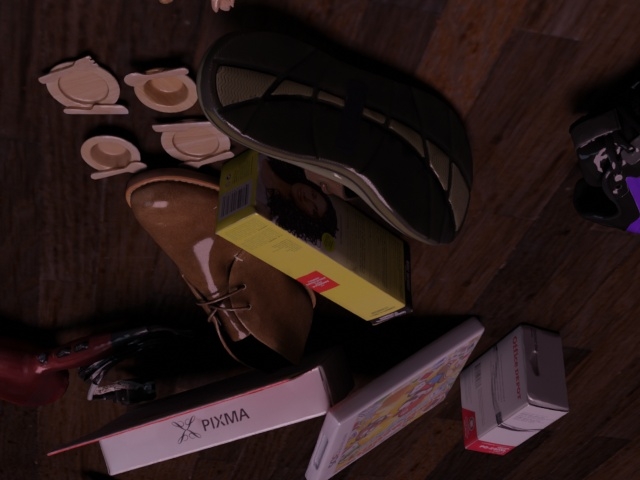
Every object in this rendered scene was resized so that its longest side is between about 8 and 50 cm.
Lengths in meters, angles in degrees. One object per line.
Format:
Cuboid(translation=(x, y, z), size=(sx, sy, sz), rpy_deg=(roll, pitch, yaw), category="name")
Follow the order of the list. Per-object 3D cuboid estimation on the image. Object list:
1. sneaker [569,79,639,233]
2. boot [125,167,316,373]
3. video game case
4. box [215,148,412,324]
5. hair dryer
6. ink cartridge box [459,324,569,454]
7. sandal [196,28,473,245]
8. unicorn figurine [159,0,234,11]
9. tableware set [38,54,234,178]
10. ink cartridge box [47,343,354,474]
Cuboid(translation=(0.288, -0.093, 0.850), size=(0.146, 0.102, 0.293), rpy_deg=(3, 146, -2), category="sneaker")
Cuboid(translation=(-0.092, 0.037, 1.047), size=(0.112, 0.115, 0.305), rpy_deg=(-15, 142, 25), category="boot")
Cuboid(translation=(0.089, 0.202, 1.251), size=(0.227, 0.026, 0.206), rpy_deg=(-29, 156, -25), category="video game case")
Cuboid(translation=(0.000, 0.000, 1.014), size=(0.058, 0.087, 0.232), rpy_deg=(-25, 139, 34), category="box")
Cuboid(translation=(-0.318, 0.135, 1.247), size=(0.293, 0.080, 0.223), rpy_deg=(0, 146, -25), category="hair dryer")
Cuboid(translation=(0.239, 0.188, 1.265), size=(0.063, 0.109, 0.150), rpy_deg=(15, 144, -19), category="ink cartridge box")
Cuboid(translation=(0.020, -0.092, 0.876), size=(0.303, 0.120, 0.086), rpy_deg=(27, 166, -31), category="sandal")
Cuboid(translation=(-0.106, -0.225, 0.713), size=(0.162, 0.060, 0.111), rpy_deg=(11, 148, -43), category="unicorn figurine")
Cuboid(translation=(-0.162, -0.108, 0.914), size=(0.141, 0.020, 0.169), rpy_deg=(-5, 146, 10), category="tableware set")
Cuboid(translation=(-0.127, 0.209, 1.195), size=(0.296, 0.066, 0.261), rpy_deg=(-19, 179, 13), category="ink cartridge box")
